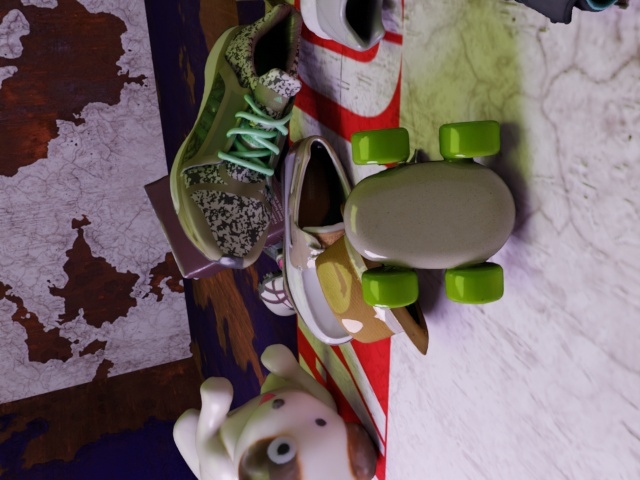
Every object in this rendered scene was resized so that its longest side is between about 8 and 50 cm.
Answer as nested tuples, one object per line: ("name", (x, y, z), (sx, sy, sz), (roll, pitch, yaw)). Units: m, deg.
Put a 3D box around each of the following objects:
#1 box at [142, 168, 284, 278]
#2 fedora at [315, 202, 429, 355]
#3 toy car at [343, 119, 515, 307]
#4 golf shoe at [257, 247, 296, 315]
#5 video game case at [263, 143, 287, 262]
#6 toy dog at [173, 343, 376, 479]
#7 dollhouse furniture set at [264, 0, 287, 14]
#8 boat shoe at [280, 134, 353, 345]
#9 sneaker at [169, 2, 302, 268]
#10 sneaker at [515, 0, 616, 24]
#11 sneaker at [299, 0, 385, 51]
("box", (-0.155, -0.052, 1.052), (0.168, 0.203, 0.167), (59, -175, -87))
("fedora", (0.051, 0.053, 0.699), (0.194, 0.079, 0.194), (57, -167, -20))
("toy car", (0.104, -0.034, 0.611), (0.188, 0.148, 0.155), (-50, -44, -78))
("golf shoe", (-0.035, 0.089, 1.053), (0.120, 0.105, 0.273), (64, 157, 20))
("video game case", (-0.097, -0.090, 1.240), (0.196, 0.026, 0.274), (-150, 51, -65))
("toy dog", (-0.077, 0.389, 1.077), (0.408, 0.284, 0.396), (130, 126, -64))
("dollhouse furniture set", (-0.080, -0.367, 0.915), (0.161, 0.101, 0.182), (-121, 27, -44))
("boat shoe", (0.000, 0.000, 0.881), (0.103, 0.113, 0.302), (142, 116, -75))
("sneaker", (-0.100, -0.166, 0.867), (0.182, 0.158, 0.411), (-30, 51, 56))
("sneaker", (0.135, -0.189, 0.411), (0.106, 0.101, 0.267), (51, -176, -15))
("sneaker", (0.040, -0.324, 0.640), (0.121, 0.099, 0.263), (49, 154, 42))
